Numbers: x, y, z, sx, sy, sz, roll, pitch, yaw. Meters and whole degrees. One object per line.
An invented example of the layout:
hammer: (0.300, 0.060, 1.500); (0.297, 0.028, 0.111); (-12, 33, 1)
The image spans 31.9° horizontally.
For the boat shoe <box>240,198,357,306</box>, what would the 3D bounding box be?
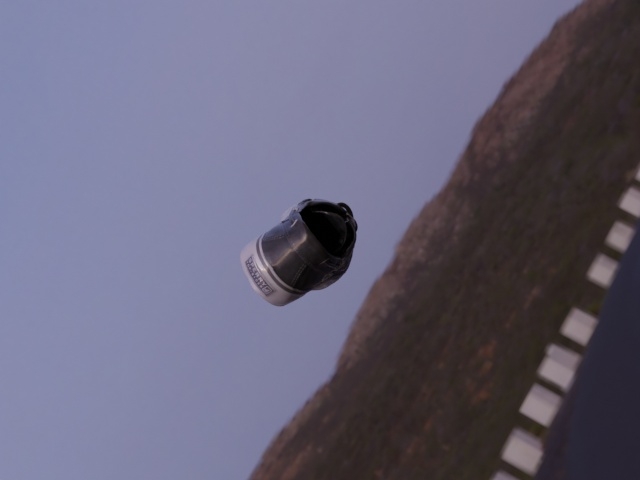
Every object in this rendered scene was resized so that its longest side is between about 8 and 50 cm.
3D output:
boat shoe: (0.000, 0.000, 0.594); (0.040, 0.049, 0.142); (-36, 1, 18)
